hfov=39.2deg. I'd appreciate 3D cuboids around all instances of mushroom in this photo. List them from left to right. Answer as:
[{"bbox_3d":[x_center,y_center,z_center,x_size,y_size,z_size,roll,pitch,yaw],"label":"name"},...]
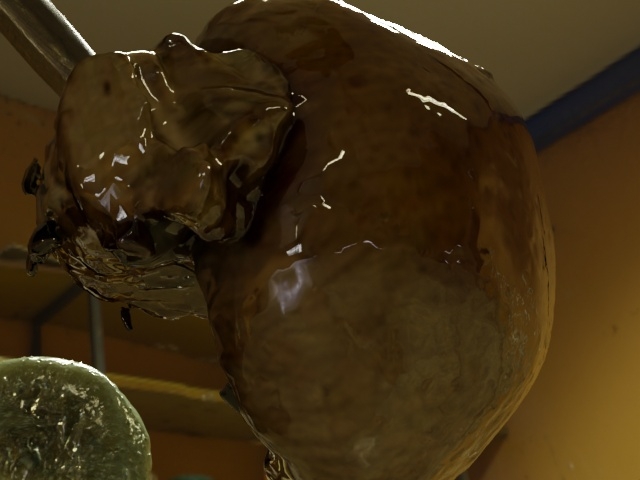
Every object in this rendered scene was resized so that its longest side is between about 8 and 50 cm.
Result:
[{"bbox_3d":[0.005,-0.005,0.430,0.195,0.263,0.283,-25,-21,35],"label":"mushroom"}]

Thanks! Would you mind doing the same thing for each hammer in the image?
[{"bbox_3d":[-0.105,-0.036,0.644,0.044,0.440,0.168,-52,-23,24],"label":"hammer"}]

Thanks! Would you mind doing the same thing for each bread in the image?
[{"bbox_3d":[-0.214,0.144,0.713,0.193,0.112,0.036,19,-31,5],"label":"bread"}]
